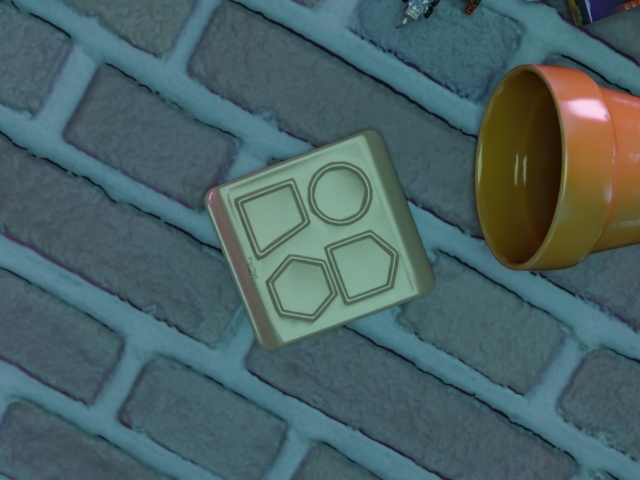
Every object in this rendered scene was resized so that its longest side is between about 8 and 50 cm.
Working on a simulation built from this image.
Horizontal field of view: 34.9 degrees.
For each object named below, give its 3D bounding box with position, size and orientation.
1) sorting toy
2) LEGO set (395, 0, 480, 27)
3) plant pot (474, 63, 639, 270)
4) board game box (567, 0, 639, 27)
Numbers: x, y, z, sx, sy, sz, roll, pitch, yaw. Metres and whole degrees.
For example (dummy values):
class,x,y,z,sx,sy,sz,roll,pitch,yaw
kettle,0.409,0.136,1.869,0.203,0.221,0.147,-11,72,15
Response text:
class,x,y,z,sx,sy,sz,roll,pitch,yaw
sorting toy,0.000,0.000,1.121,0.208,0.038,0.192,-21,96,-1
LEGO set,0.154,-0.332,1.079,0.244,0.060,0.182,-11,96,-9
plant pot,0.283,-0.070,1.034,0.188,0.205,0.205,1,97,-14
board game box,0.310,-0.326,1.054,0.141,0.048,0.170,-21,98,-5
